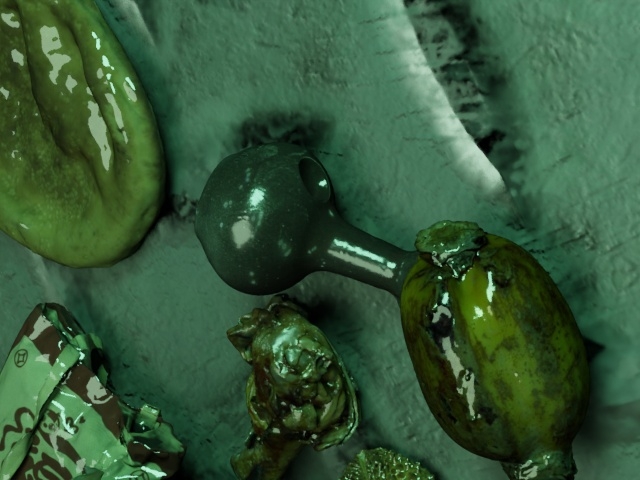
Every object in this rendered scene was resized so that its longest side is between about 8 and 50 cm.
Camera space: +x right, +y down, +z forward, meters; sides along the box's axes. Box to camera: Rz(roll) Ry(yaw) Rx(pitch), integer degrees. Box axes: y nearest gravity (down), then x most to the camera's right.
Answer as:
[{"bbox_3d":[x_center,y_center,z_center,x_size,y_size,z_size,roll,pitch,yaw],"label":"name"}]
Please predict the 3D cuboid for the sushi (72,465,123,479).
[{"bbox_3d":[-0.120,0.338,1.100,0.417,0.417,0.176,39,124,20],"label":"sushi"}]

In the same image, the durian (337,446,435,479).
[{"bbox_3d":[0.054,0.242,1.142,0.110,0.071,0.140,-19,100,41],"label":"durian"}]

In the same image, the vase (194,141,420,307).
[{"bbox_3d":[0.000,0.000,1.068,0.182,0.120,0.120,23,121,13],"label":"vase"}]

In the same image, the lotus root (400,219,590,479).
[{"bbox_3d":[0.125,0.083,0.992,0.120,0.120,0.210,-19,95,41],"label":"lotus root"}]

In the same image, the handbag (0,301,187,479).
[{"bbox_3d":[-0.240,0.207,1.325,0.213,0.127,0.235,42,116,16],"label":"handbag"}]

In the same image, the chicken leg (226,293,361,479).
[{"bbox_3d":[-0.025,0.137,1.165,0.125,0.080,0.196,27,130,39],"label":"chicken leg"}]

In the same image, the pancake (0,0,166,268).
[{"bbox_3d":[-0.247,-0.106,1.255,0.294,0.049,0.295,16,118,34],"label":"pancake"}]
